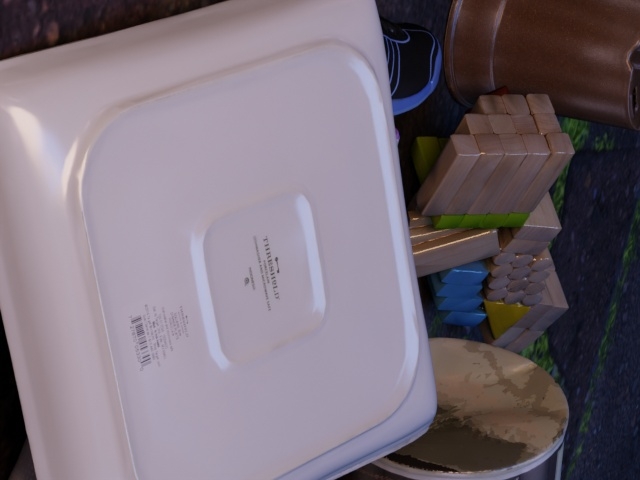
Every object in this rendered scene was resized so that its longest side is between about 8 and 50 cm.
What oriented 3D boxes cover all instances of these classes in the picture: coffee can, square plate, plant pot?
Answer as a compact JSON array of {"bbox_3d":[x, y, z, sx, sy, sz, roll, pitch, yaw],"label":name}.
[{"bbox_3d":[0.104,0.252,1.549,0.201,0.201,0.275,-36,136,-47],"label":"coffee can"},{"bbox_3d":[-0.050,0.024,1.138,0.344,0.049,0.347,-23,110,-42],"label":"square plate"},{"bbox_3d":[0.218,-0.173,1.527,0.167,0.165,0.167,-40,140,-44],"label":"plant pot"}]

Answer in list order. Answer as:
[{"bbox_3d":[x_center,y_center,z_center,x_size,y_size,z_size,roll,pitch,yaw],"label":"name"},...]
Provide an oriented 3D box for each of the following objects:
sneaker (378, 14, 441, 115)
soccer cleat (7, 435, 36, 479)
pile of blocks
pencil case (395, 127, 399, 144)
[{"bbox_3d":[0.022,-0.139,1.286,0.232,0.081,0.090,-29,136,-52],"label":"sneaker"},{"bbox_3d":[-0.087,0.150,1.233,0.331,0.116,0.143,-3,110,-60],"label":"soccer cleat"},{"bbox_3d":[0.134,-0.024,1.565,0.362,0.149,0.112,78,-3,-58],"label":"pile of blocks"},{"bbox_3d":[0.000,0.000,1.326,0.086,0.088,0.206,-22,125,-64],"label":"pencil case"}]
